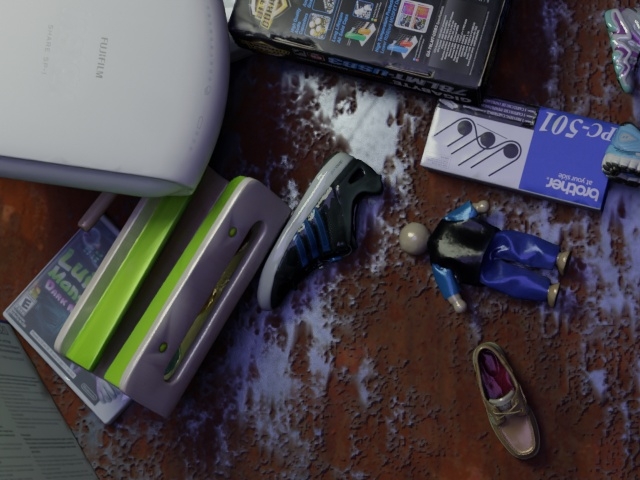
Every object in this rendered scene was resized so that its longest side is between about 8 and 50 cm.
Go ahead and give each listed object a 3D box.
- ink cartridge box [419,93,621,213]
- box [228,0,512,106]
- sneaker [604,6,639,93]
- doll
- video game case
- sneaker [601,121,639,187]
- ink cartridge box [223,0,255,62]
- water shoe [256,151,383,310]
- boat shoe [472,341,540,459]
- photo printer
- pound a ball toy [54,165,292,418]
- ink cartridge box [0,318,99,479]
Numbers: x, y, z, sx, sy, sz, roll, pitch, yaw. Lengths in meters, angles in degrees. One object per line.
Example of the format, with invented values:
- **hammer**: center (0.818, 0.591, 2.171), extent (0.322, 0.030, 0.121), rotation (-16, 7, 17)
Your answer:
- **ink cartridge box**: center (0.223, -0.102, 1.631), extent (0.207, 0.046, 0.097), rotation (15, 88, 14)
- **box**: center (0.077, -0.326, 1.642), extent (0.293, 0.073, 0.295), rotation (14, 80, 13)
- **sneaker**: center (0.354, -0.214, 1.617), extent (0.069, 0.038, 0.098), rotation (-11, 81, 13)
- **doll**: center (0.175, 0.021, 1.627), extent (0.189, 0.046, 0.129), rotation (17, 87, 14)
- **video game case**: center (-0.255, 0.090, 1.733), extent (0.190, 0.022, 0.173), rotation (44, 94, 14)
- **sneaker**: center (0.385, -0.086, 1.569), extent (0.162, 0.063, 0.073), rotation (17, 74, -9)
- **ink cartridge box**: center (-0.132, -0.319, 1.741), extent (0.223, 0.045, 0.224), rotation (-20, 79, 10)
- **water shoe**: center (0.000, 0.000, 1.659), extent (0.080, 0.073, 0.203), rotation (29, 93, 8)
- **boat shoe**: center (0.199, 0.175, 1.603), extent (0.050, 0.045, 0.135), rotation (-27, 78, 9)
- **photo printer**: center (-0.251, -0.180, 1.569), extent (0.307, 0.107, 0.256), rotation (9, 78, -10)
- **pound a ball toy**: center (-0.172, 0.016, 1.667), extent (0.208, 0.136, 0.319), rotation (24, 79, 37)
- **ink cartridge box**: center (-0.345, 0.227, 1.582), extent (0.071, 0.324, 0.330), rotation (-35, 77, 5)
